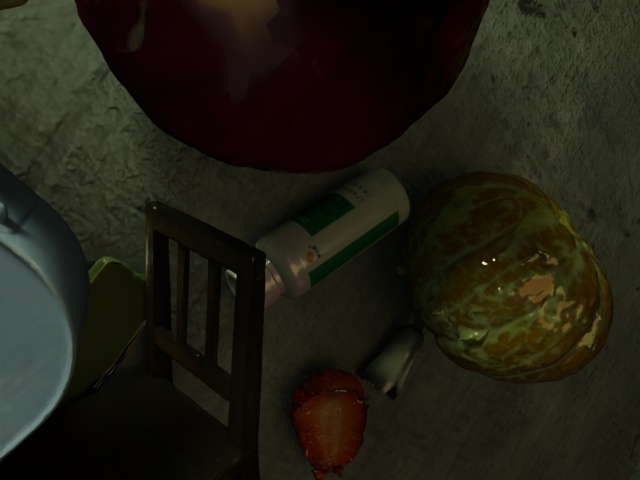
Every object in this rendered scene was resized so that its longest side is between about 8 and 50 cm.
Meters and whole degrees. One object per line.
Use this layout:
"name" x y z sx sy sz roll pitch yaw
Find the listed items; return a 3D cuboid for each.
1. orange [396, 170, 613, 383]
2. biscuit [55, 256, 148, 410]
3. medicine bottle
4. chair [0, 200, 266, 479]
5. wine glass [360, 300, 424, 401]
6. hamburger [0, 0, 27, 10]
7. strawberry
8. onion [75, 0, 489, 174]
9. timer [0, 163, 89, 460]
"orange" 0.269 0.051 0.770 0.249 0.329 0.329 -34 132 24
"biscuit" -0.297 0.162 0.548 0.322 0.038 0.099 -54 135 -9
"medicine bottle" 0.000 0.000 0.679 0.260 0.095 0.095 -35 122 -24
"chair" -0.197 0.203 0.490 0.241 0.203 0.416 -20 122 -43
"wine glass" 0.135 0.181 0.851 0.155 0.072 0.072 -54 127 -11
"hamburger" -0.231 -0.216 0.247 0.330 0.162 0.208 -9 114 -7
"strawberry" 0.006 0.274 0.790 0.121 0.082 0.188 -5 118 -14
"onion" 0.025 -0.226 0.422 0.398 0.420 0.398 -20 122 -35
"timer" -0.371 0.052 0.281 0.395 0.173 0.394 -8 112 -19
